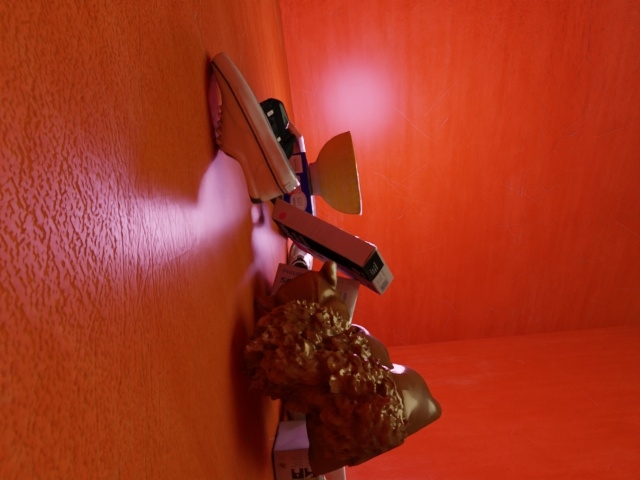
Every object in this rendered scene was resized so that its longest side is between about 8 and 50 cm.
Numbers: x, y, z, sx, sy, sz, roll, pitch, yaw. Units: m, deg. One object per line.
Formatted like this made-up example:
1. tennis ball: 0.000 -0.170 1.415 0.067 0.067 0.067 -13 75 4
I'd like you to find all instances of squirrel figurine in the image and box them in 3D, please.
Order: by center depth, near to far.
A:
1. squirrel figurine: 0.022 0.211 0.824 0.370 0.281 0.397 65 3 22

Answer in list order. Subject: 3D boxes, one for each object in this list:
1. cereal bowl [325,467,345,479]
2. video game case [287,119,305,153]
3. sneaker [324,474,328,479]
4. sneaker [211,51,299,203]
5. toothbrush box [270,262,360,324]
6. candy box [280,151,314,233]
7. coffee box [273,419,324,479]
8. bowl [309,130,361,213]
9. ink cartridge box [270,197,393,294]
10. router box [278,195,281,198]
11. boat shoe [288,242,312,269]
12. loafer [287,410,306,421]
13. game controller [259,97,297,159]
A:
1. cereal bowl: 0.007 0.695 1.528 0.339 0.141 0.338 -5 90 -88
2. video game case: -0.114 -0.389 1.628 0.183 0.023 0.201 54 -9 20
3. sneaker: -0.026 0.661 1.239 0.279 0.108 0.118 87 -10 -52
4. sneaker: -0.129 -0.180 0.700 0.258 0.091 0.094 64 3 10
5. toothbrush box: -0.010 0.164 1.172 0.283 0.206 0.122 84 20 -73
6. candy box: -0.083 -0.149 1.595 0.317 0.122 0.268 81 2 -87
7. coffee box: -0.041 0.557 0.990 0.141 0.098 0.246 -58 142 -87
8. bowl: 0.046 -0.220 1.510 0.289 0.156 0.289 -9 90 -88
9. ink cartridge box: 0.000 0.000 1.091 0.069 0.371 0.175 -53 146 -10
10. router box: -0.138 -0.193 1.243 0.092 0.038 0.122 -93 177 -47
11. boat shoe: -0.073 0.092 1.607 0.084 0.095 0.258 90 -5 -56
12. loafer: -0.052 0.425 1.220 0.319 0.112 0.111 -97 -160 -80
13. game controller: -0.126 -0.263 1.102 0.319 0.067 0.166 -74 144 -65
